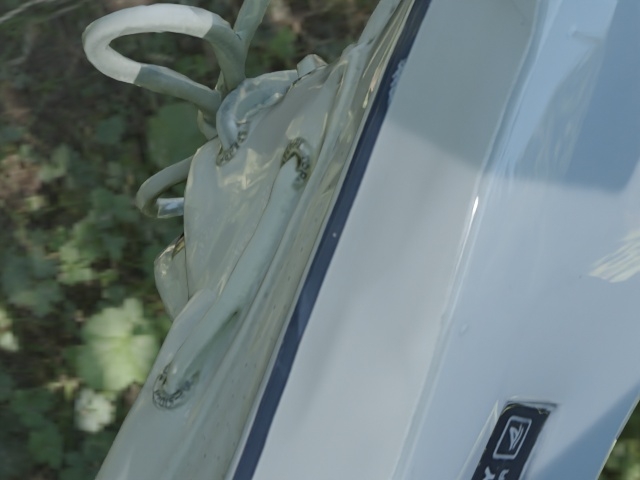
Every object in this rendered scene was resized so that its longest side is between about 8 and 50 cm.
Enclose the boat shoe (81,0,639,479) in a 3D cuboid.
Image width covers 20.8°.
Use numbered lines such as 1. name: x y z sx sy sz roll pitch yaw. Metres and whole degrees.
1. boat shoe: 0.005 0.003 0.441 0.136 0.156 0.367 14 100 -52
